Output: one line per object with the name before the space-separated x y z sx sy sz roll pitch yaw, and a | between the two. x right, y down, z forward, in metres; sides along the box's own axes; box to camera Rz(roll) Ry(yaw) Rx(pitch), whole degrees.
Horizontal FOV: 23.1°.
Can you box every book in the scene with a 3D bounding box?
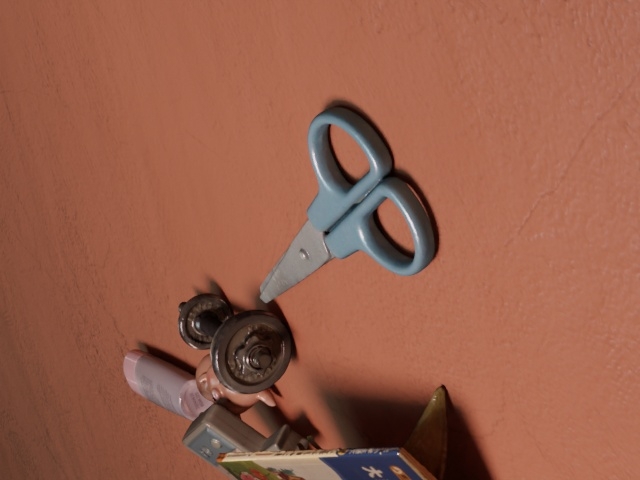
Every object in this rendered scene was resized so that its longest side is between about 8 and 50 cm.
book | 0.049 0.312 1.817 0.228 0.018 0.322 44 148 -27

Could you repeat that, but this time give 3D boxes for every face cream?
face cream | -0.232 0.220 2.373 0.198 0.057 0.084 18 132 57

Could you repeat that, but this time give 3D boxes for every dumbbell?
dumbbell | -0.126 0.121 2.032 0.254 0.110 0.110 25 139 59

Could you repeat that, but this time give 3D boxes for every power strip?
power strip | -0.065 0.289 2.085 0.215 0.061 0.145 36 143 -9

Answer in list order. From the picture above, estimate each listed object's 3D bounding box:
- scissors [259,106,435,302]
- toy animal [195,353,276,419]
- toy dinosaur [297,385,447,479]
scissors | 0.000 0.000 1.744 0.192 0.029 0.447 56 154 5
toy animal | -0.125 0.188 2.131 0.083 0.089 0.150 46 159 -30
toy dinosaur | 0.076 0.262 1.847 0.206 0.113 0.327 18 151 17
